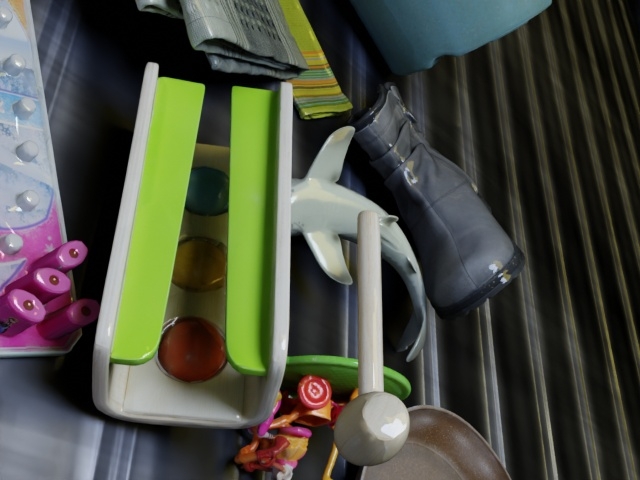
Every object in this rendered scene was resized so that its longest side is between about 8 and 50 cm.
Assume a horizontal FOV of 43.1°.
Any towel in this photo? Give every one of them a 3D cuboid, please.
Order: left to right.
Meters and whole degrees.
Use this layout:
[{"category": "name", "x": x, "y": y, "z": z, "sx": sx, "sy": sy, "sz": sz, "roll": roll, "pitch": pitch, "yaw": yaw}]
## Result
[{"category": "towel", "x": -0.130, "y": -0.306, "z": 0.788, "sx": 0.324, "sy": 0.056, "sz": 0.312, "roll": 65, "pitch": 15, "yaw": 1}, {"category": "towel", "x": -0.040, "y": -0.256, "z": 0.975, "sx": 0.102, "sy": 0.021, "sz": 0.237, "roll": -21, "pitch": 85, "yaw": -56}]

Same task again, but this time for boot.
[{"category": "boot", "x": 0.108, "y": -0.058, "z": 0.925, "sx": 0.223, "sy": 0.118, "sz": 0.338, "roll": 51, "pitch": 10, "yaw": -14}]

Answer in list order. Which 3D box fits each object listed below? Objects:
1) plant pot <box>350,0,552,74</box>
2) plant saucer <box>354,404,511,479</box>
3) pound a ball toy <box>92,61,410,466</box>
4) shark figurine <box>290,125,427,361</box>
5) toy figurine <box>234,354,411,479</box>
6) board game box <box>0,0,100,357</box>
[{"category": "plant pot", "x": 0.138, "y": -0.425, "z": 1.079, "sx": 0.334, "sy": 0.341, "sz": 0.341, "roll": 62, "pitch": 34, "yaw": -17}, {"category": "plant saucer", "x": 0.120, "y": 0.318, "z": 0.782, "sx": 0.310, "sy": 0.050, "sz": 0.311, "roll": 32, "pitch": 45, "yaw": -37}, {"category": "pound a ball toy", "x": -0.054, "y": 0.025, "z": 0.628, "sx": 0.208, "sy": 0.136, "sz": 0.319, "roll": 6, "pitch": 53, "yaw": -10}, {"category": "shark figurine", "x": 0.026, "y": -0.003, "z": 0.834, "sx": 0.278, "sy": 0.116, "sz": 0.166, "roll": 34, "pitch": 77, "yaw": -24}, {"category": "toy figurine", "x": -0.015, "y": 0.184, "z": 0.658, "sx": 0.173, "sy": 0.130, "sz": 0.159, "roll": 17, "pitch": 62, "yaw": -19}, {"category": "board game box", "x": -0.329, "y": -0.121, "z": 0.485, "sx": 0.390, "sy": 0.050, "sz": 0.390, "roll": 8, "pitch": 62, "yaw": -50}]
